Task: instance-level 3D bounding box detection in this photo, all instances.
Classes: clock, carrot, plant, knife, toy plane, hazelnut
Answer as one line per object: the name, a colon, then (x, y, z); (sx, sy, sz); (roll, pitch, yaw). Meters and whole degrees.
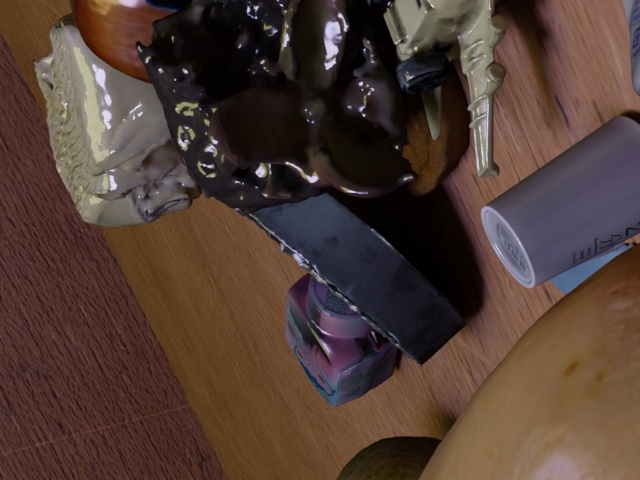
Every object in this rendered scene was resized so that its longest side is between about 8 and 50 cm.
clock: (0.002, -0.001, 1.343); (0.312, 0.061, 0.312); (40, 178, 2)
carrot: (0.015, -0.049, 1.467); (0.254, 0.049, 0.049); (35, 149, 50)
plant: (-0.034, -0.112, 1.094); (0.234, 0.178, 0.204); (164, 86, -84)
knife: (0.223, 0.024, 1.004); (0.044, 0.019, 0.313); (70, 164, -4)
toy plane: (0.087, -0.163, 0.981); (0.244, 0.092, 0.229); (105, 148, -71)
hazelnut: (-0.150, -0.244, 1.421); (0.214, 0.176, 0.214); (26, 163, 8)

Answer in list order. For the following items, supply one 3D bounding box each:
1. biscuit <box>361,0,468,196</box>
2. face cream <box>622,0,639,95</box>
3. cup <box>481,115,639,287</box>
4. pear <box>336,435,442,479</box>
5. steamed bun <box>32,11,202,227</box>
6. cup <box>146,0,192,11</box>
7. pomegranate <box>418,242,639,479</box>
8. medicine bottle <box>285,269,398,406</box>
biscuit: (0.031, -0.155, 1.239); (0.257, 0.049, 0.273); (63, 162, -5)
face cream: (0.184, -0.154, 0.774); (0.114, 0.070, 0.224); (151, 103, -73)
cup: (0.170, -0.015, 0.936); (0.074, 0.116, 0.104); (53, 169, 31)
pear: (0.104, 0.308, 1.501); (0.188, 0.228, 0.211); (23, -139, -49)
steamed bun: (-0.207, -0.159, 1.681); (0.320, 0.206, 0.275); (171, 86, -73)
cup: (-0.122, -0.282, 1.278); (0.150, 0.138, 0.113); (107, 153, -63)
pomegranate: (0.204, 0.202, 0.671); (0.411, 0.412, 0.411); (53, 162, 26)
medicine bottle: (0.025, 0.090, 1.572); (0.119, 0.094, 0.188); (57, 164, 23)
